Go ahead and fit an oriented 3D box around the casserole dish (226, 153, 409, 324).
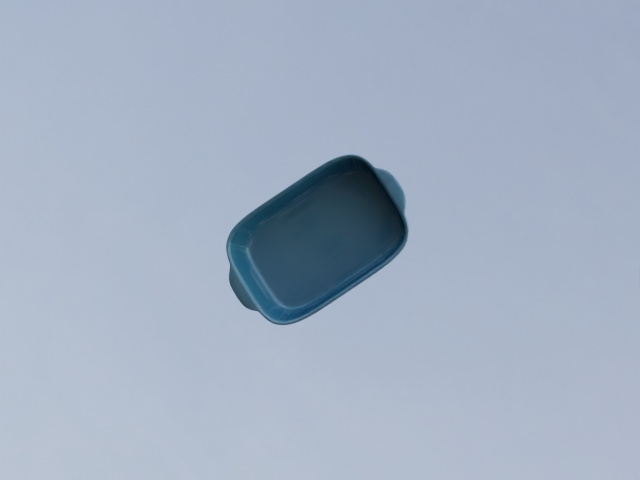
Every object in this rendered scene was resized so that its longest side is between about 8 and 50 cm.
[{"bbox_3d":[0.000,0.000,1.650,0.114,0.188,0.037,58,11,9],"label":"casserole dish"}]
